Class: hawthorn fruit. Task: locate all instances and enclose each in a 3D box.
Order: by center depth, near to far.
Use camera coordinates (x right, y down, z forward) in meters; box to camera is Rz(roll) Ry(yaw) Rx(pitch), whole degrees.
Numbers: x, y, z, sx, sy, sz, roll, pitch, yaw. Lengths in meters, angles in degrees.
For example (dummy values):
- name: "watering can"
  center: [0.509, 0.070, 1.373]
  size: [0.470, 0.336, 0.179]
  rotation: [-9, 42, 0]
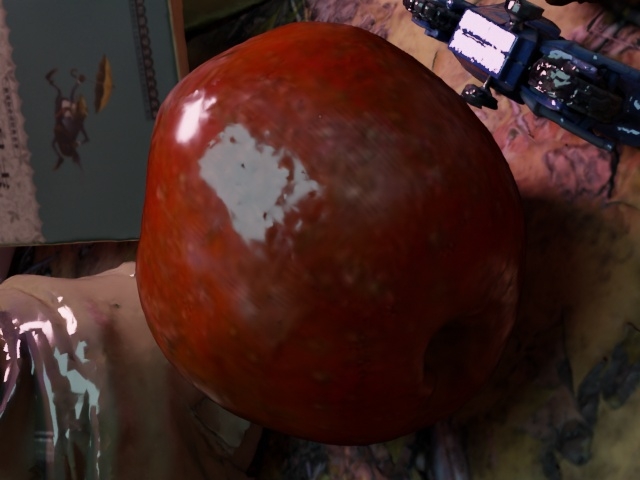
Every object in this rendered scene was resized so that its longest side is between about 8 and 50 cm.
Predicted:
- name: "hawthorn fruit"
  center: [0.000, 0.000, 0.843]
  size: [0.284, 0.284, 0.284]
  rotation: [-25, 54, 39]

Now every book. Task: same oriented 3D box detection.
- name: "book"
  center: [-0.283, -0.123, 1.228]
  size: [0.379, 0.031, 0.264]
  rotation: [-3, 100, 28]

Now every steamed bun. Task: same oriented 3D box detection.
- name: "steamed bun"
  center: [-0.228, 0.156, 1.001]
  size: [0.394, 0.237, 0.346]
  rotation: [-50, 57, 6]

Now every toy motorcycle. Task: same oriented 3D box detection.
- name: "toy motorcycle"
  center: [0.143, -0.123, 0.866]
  size: [0.205, 0.114, 0.076]
  rotation: [41, 112, 46]

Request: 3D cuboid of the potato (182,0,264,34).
- name: "potato"
  center: [-0.223, -0.338, 1.262]
  size: [0.330, 0.280, 0.212]
  rotation: [-16, 62, 45]

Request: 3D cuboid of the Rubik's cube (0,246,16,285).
- name: "Rubik's cube"
  center: [-0.541, -0.069, 1.453]
  size: [0.316, 0.322, 0.318]
  rotation: [5, 77, 49]

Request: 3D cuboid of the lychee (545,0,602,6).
- name: "lychee"
  center: [0.162, -0.259, 0.856]
  size: [0.188, 0.188, 0.188]
  rotation: [-25, 54, 39]
